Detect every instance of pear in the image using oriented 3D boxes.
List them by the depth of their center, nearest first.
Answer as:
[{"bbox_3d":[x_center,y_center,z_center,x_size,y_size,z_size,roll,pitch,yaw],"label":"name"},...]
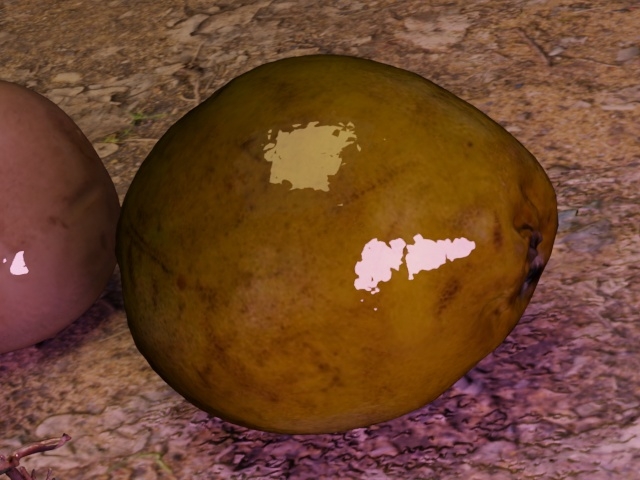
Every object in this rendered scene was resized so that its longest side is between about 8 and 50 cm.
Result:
[{"bbox_3d":[0.000,0.000,1.611,0.413,0.352,0.352,-11,28,31],"label":"pear"}]

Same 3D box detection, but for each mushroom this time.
[{"bbox_3d":[-0.358,-0.015,1.952,0.292,0.292,0.290,-21,-3,-7],"label":"mushroom"}]

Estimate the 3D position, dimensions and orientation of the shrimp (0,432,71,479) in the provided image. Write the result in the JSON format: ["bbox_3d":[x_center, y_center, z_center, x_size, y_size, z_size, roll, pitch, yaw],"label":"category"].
[{"bbox_3d":[-0.260,0.234,1.496,0.116,0.145,0.343,-3,30,-33],"label":"shrimp"}]
